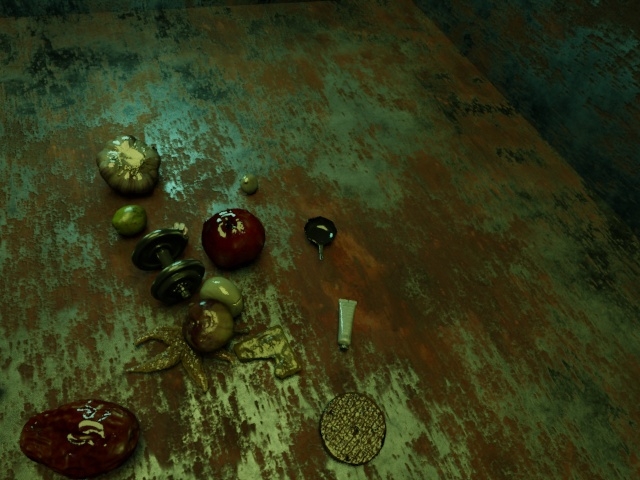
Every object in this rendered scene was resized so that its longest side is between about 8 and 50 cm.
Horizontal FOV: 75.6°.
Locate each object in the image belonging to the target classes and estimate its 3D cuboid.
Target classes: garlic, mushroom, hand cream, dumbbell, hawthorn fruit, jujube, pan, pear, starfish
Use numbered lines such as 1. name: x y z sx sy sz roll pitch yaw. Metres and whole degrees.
1. garlic: -0.754 -0.288 1.633 0.245 0.160 0.244 12 63 -25
2. mushroom: -0.307 -0.238 1.731 0.079 0.085 0.085 4 46 36
3. hand cream: 0.089 0.292 1.447 0.067 0.042 0.194 6 49 4
4. dumbbell: -0.511 0.082 1.391 0.192 0.192 0.290 -28 64 -26
5. hawthorn fruit: -0.308 -0.019 1.460 0.231 0.266 0.210 -7 76 -11
6. jujube: -0.623 0.511 1.073 0.291 0.197 0.197 -1 54 8
7. pan: -0.016 -0.006 1.626 0.129 0.048 0.201 23 53 8
8. pear: -0.698 -0.074 1.519 0.107 0.107 0.131 39 47 17
9. starfish: -0.426 0.346 1.303 0.303 0.060 0.299 32 54 11

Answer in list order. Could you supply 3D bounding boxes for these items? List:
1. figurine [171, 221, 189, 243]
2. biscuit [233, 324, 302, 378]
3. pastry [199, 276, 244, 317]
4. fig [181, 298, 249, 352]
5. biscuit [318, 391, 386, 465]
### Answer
1. figurine: -0.518 -0.021 1.502 0.072 0.129 0.054 5 68 -12
2. biscuit: -0.167 0.378 1.339 0.174 0.038 0.183 -24 62 -25
3. pastry: -0.323 0.189 1.372 0.157 0.156 0.091 22 54 5
4. fig: -0.308 0.273 1.283 0.231 0.143 0.160 18 65 -26
5. biscuit: 0.098 0.567 1.255 0.213 0.036 0.212 6 54 -8
